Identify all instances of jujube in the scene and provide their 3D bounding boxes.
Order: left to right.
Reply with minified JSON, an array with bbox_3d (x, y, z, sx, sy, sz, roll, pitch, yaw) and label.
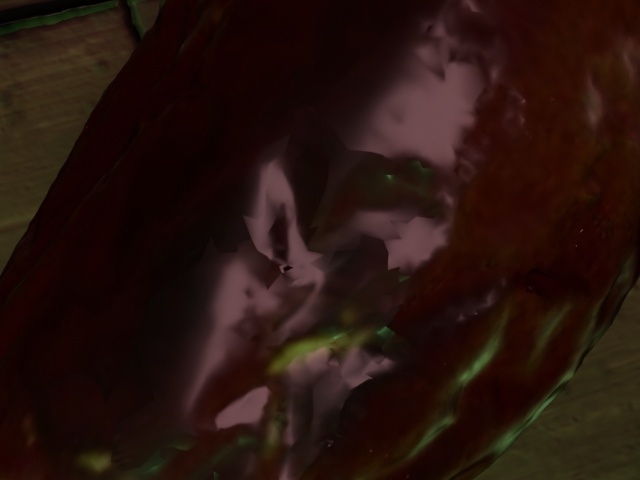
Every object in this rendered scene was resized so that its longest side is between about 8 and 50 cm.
[{"bbox_3d":[0.000,0.000,0.549,0.223,0.223,0.318,36,76,4],"label":"jujube"}]
